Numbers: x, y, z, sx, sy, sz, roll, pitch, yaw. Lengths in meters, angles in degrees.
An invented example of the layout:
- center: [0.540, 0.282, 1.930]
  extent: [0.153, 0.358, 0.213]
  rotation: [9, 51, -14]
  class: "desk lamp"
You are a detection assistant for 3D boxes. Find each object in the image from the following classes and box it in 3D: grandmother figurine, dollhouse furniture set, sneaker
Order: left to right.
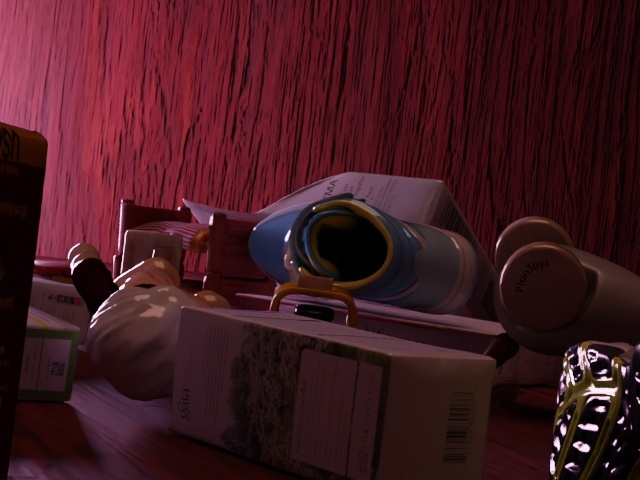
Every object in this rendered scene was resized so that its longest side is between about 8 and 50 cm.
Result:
- center: [-0.246, 0.026, 1.891]
  extent: [0.201, 0.152, 0.374]
  rotation: [8, 2, 43]
  class: "dollhouse furniture set"
- center: [-0.134, 0.079, 1.314]
  extent: [0.208, 0.104, 0.342]
  rotation: [25, 1, 0]
  class: "grandmother figurine"
- center: [0.000, 0.000, 1.761]
  extent: [0.319, 0.127, 0.208]
  rotation: [6, -7, 39]
  class: "sneaker"
- center: [0.235, 0.116, 0.840]
  extent: [0.147, 0.145, 0.385]
  rotation: [6, 3, -5]
  class: "sneaker"

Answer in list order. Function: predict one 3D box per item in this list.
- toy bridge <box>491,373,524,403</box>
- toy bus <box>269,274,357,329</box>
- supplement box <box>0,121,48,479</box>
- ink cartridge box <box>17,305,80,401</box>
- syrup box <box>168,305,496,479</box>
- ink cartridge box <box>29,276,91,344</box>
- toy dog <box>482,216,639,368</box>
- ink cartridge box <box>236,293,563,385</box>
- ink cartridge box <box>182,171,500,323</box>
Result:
- center: [0.133, 0.145, 1.514]
  extent: [0.188, 0.026, 0.063]
  rotation: [6, 4, -38]
  class: "toy bridge"
- center: [-0.010, 0.088, 1.555]
  extent: [0.202, 0.104, 0.191]
  rotation: [8, 2, 44]
  class: "toy bus"
- center: [-0.147, 0.054, 0.432]
  extent: [0.104, 0.188, 0.081]
  rotation: [7, 0, 8]
  class: "supplement box"
- center: [-0.303, 0.081, 1.182]
  extent: [0.209, 0.062, 0.109]
  rotation: [5, 4, -33]
  class: "ink cartridge box"
- center: [0.000, 0.106, 1.049]
  extent: [0.096, 0.093, 0.237]
  rotation: [6, 2, -38]
  class: "syrup box"
- center: [-0.450, 0.040, 1.526]
  extent: [0.324, 0.071, 0.330]
  rotation: [8, -5, 29]
  class: "ink cartridge box"
- center: [0.286, 0.113, 1.499]
  extent: [0.334, 0.161, 0.220]
  rotation: [33, 15, 22]
  class: "toy dog"
- center: [0.090, 0.114, 1.788]
  extent: [0.296, 0.066, 0.261]
  rotation: [8, 1, 40]
  class: "ink cartridge box"
- center: [0.045, 0.020, 2.103]
  extent: [0.385, 0.091, 0.308]
  rotation: [9, -28, 34]
  class: "ink cartridge box"
